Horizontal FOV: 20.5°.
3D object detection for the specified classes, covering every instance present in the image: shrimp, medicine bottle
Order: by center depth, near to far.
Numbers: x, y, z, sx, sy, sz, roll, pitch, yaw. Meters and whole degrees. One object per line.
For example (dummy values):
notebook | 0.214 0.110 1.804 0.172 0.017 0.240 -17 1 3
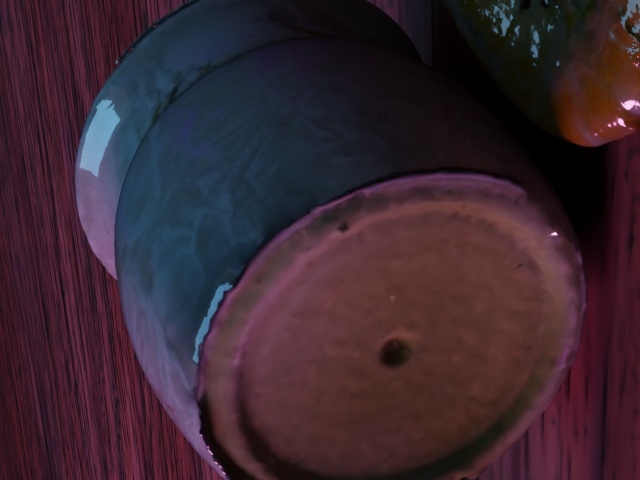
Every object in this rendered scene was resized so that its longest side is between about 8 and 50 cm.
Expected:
shrimp | 0.056 -0.114 0.540 0.178 0.034 0.124 62 154 29
medicine bottle | 0.000 0.000 0.606 0.143 0.147 0.147 -124 26 -51
